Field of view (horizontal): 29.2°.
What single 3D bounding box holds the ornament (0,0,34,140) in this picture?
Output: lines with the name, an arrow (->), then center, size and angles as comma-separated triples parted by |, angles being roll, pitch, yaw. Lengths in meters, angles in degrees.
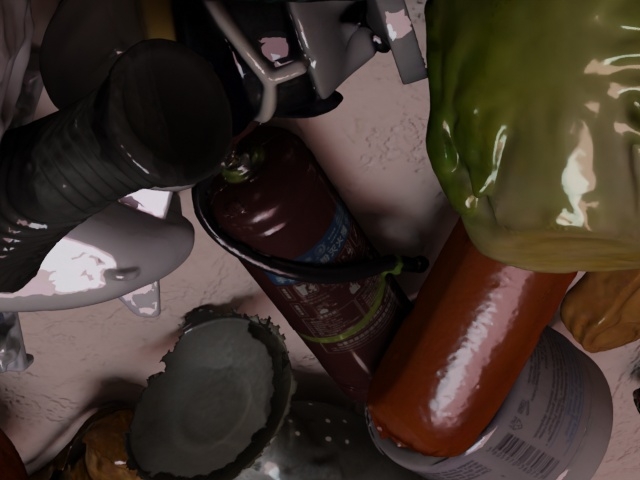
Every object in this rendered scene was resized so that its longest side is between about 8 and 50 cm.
ornament -> -0.302, -0.118, 0.573 | 0.337, 0.337, 0.337 | -6, 140, -5

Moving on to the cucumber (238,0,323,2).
cucumber -> -0.040, -0.196, 0.665 | 0.115, 0.193, 0.086 | -29, 173, 3

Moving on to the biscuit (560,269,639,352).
biscuit -> 0.355, -0.025, 0.959 | 0.351, 0.057, 0.312 | -45, 149, 23

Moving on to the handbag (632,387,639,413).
handbag -> 0.413, 0.201, 1.236 | 0.116, 0.179, 0.205 | -36, 135, 18

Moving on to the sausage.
sausage -> 0.141, 0.027, 0.954 | 0.097, 0.094, 0.349 | 26, 105, -5

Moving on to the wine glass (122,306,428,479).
wine glass -> -0.022, 0.221, 1.164 | 0.190, 0.191, 0.357 | -24, 136, 17

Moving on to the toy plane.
toy plane -> -0.224, -0.009, 0.899 | 0.266, 0.123, 0.267 | -6, 122, -10

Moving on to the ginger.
ginger -> -0.244, 0.252, 1.220 | 0.133, 0.107, 0.309 | 11, 142, -43

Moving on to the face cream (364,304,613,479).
face cream -> 0.151, 0.146, 1.114 | 0.177, 0.177, 0.153 | -36, 132, 28

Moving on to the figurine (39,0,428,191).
figurine -> -0.063, -0.131, 0.779 | 0.236, 0.133, 0.176 | -19, 129, 7

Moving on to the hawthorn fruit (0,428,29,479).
hawthorn fruit -> -0.379, 0.244, 1.080 | 0.258, 0.258, 0.262 | -6, 126, -4

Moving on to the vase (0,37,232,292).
vase -> -0.148, -0.040, 0.705 | 0.115, 0.116, 0.237 | 26, 152, -35

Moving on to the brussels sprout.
brussels sprout -> 0.185, -0.122, 0.748 | 0.227, 0.295, 0.259 | 9, 175, 39

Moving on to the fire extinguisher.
fire extinguisher -> 0.000, 0.000, 0.976 | 0.141, 0.105, 0.341 | -49, 137, -14
